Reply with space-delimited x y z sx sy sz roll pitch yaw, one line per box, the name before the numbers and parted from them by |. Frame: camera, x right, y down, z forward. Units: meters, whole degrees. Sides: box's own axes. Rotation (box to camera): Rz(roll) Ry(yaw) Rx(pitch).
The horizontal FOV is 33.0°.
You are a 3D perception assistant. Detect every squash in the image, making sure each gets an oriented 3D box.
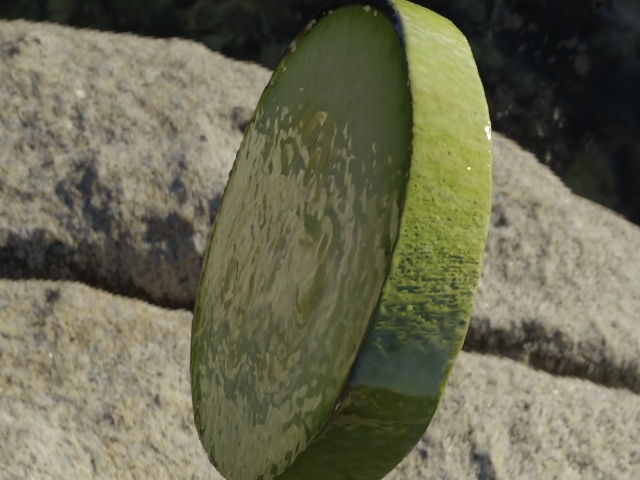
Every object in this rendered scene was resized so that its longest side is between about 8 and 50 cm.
squash | 0.000 0.000 0.541 0.048 0.252 0.252 14 56 -22
